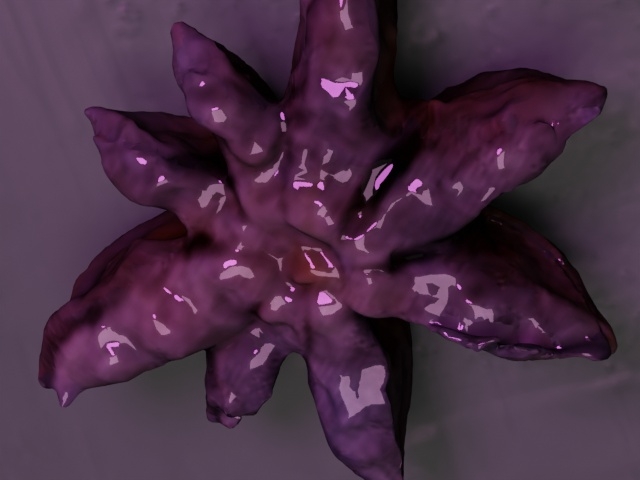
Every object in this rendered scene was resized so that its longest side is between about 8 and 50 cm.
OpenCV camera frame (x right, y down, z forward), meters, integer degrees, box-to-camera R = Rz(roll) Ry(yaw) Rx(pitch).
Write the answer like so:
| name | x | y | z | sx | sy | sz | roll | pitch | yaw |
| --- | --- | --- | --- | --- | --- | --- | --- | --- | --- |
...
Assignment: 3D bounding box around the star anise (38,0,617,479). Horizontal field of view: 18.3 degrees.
| name | x | y | z | sx | sy | sz | roll | pitch | yaw |
| --- | --- | --- | --- | --- | --- | --- | --- | --- | --- |
| star anise | 0.000 | 0.000 | 0.736 | 0.236 | 0.093 | 0.229 | -15 | 114 | 15 |
